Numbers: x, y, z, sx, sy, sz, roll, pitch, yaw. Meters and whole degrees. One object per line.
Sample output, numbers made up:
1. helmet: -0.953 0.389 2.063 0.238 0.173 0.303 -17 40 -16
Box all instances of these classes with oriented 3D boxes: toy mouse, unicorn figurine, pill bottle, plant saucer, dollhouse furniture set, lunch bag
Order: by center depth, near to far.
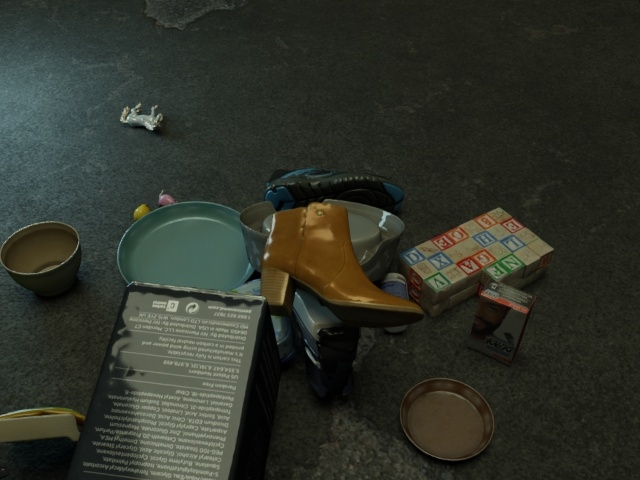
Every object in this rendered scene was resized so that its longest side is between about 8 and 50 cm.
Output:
1. dollhouse furniture set: -0.531 0.262 1.075 0.302 0.197 0.151 -2 77 -12
2. plant saucer: 0.228 0.327 1.184 0.169 0.029 0.168 0 44 0
3. lunch bag: -0.165 0.184 1.268 0.219 0.090 0.176 -21 48 -5
4. pill bottle: 0.152 0.131 1.363 0.067 0.067 0.120 0 43 0
5. plant saucer: -0.292 0.032 1.474 0.318 0.043 0.317 2 46 -2
6. toy mouse: -0.384 -0.072 1.602 0.143 0.031 0.161 7 44 7
7. unicorn figurine: -0.504 -0.354 1.889 0.162 0.060 0.111 -6 42 17

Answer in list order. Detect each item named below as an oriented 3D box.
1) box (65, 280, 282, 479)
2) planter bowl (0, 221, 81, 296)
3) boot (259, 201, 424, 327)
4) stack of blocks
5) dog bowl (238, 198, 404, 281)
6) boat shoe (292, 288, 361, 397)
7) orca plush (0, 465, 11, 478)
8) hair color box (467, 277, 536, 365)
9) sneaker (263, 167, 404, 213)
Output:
1. box: -0.196 0.306 0.949 0.212 0.293 0.395 5 59 5
2. planter bowl: -0.594 0.052 1.414 0.162 0.109 0.162 0 43 0
3. boot: 0.039 0.034 1.134 0.295 0.104 0.211 5 62 11
4. stack of blocks: 0.336 0.055 1.428 0.297 0.087 0.171 -23 48 -23
5. dog bowl: 0.000 0.000 1.392 0.349 0.102 0.348 3 17 -1
6. boat shoe: -0.006 0.170 1.288 0.127 0.158 0.340 0 19 -9
7. orca plush: -0.574 0.467 0.974 0.151 0.102 0.287 16 71 -24
8. hair color box: 0.347 0.160 1.260 0.093 0.167 0.053 23 48 23
9. sneaker: 0.034 -0.133 1.603 0.341 0.125 0.139 3 33 -3
